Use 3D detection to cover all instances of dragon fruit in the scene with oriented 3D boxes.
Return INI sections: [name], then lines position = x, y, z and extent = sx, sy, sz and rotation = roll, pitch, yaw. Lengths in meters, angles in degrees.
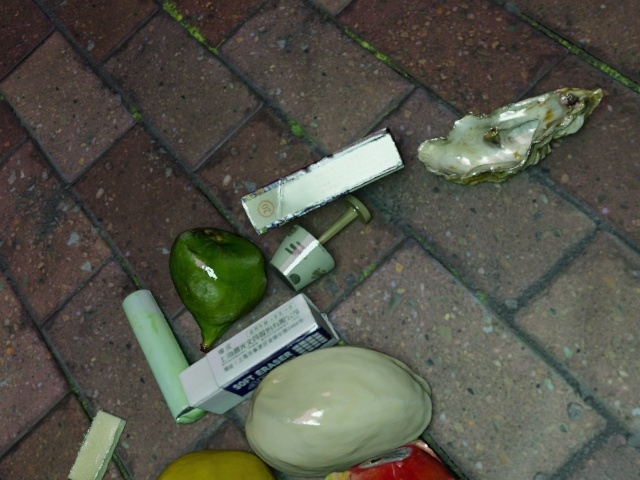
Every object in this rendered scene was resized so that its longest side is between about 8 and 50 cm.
[dragon fruit]
position = 0.130, 0.441, 1.075
extent = 0.224, 0.224, 0.227
rotation = -13, 79, 16

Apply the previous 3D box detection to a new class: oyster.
[oyster]
position = 0.364, -0.194, 1.303
extent = 0.341, 0.110, 0.166
rotation = -30, 56, 10

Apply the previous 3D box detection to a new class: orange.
[orange]
position = -0.173, 0.493, 1.155
extent = 0.279, 0.235, 0.279
rotation = -9, 73, 31

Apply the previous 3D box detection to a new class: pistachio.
[pistachio]
position = 0.033, 0.291, 1.179
extent = 0.331, 0.208, 0.226
rotation = -14, 94, -5

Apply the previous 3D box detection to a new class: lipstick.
[lipstick]
position = -0.322, 0.237, 1.406
extent = 0.076, 0.076, 0.304
rotation = -38, 61, 3

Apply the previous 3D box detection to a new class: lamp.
[lamp]
position = 0.000, 0.000, 1.356
extent = 0.214, 0.121, 0.121
rotation = -43, 60, -10

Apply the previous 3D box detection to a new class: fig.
[fig]
position = -0.216, 0.104, 1.377
extent = 0.203, 0.203, 0.235
rotation = 30, 115, 28

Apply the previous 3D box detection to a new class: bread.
[bread]
position = -0.458, 0.429, 1.404
extent = 0.068, 0.028, 0.154
rotation = 13, 73, 25

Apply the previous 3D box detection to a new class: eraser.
[eraser]
position = -0.114, 0.223, 1.301
extent = 0.287, 0.130, 0.086
rotation = -34, 59, 6

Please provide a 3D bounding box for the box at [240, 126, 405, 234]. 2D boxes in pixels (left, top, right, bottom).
[box]
position = 0.013, -0.119, 1.351
extent = 0.310, 0.198, 0.084
rotation = -25, 94, 9
